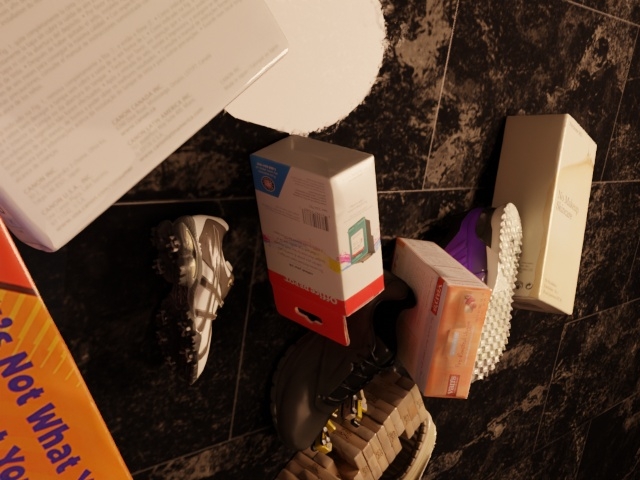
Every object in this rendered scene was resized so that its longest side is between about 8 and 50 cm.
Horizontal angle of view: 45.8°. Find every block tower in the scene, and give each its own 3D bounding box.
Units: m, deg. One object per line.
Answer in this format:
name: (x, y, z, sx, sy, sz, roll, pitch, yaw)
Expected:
block tower: (0.022, 0.344, 1.130, 0.335, 0.091, 0.097, -44, 134, -26)

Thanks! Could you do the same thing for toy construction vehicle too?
toy construction vehicle: (0.028, 0.252, 1.083, 0.035, 0.098, 0.086, 40, 117, -20)

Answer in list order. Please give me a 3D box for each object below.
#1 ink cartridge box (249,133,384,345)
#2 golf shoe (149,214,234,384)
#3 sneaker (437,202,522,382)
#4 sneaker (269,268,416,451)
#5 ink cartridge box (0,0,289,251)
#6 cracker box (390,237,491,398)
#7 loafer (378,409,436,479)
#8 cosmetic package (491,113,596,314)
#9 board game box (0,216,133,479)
ink cartridge box: (0.000, 0.000, 0.924, 0.078, 0.134, 0.231, -32, 128, -36)
golf shoe: (-0.133, 0.066, 0.850, 0.094, 0.077, 0.198, -18, 120, -43)
sneaker: (0.218, 0.079, 1.183, 0.102, 0.146, 0.293, 45, 54, -46)
sneaker: (0.031, 0.161, 1.032, 0.109, 0.130, 0.286, 27, 87, -52)
ink cartridge box: (-0.237, -0.232, 0.628, 0.308, 0.091, 0.385, -46, 118, -24)
cracker box: (0.154, 0.101, 1.071, 0.067, 0.232, 0.155, 7, 104, -12)
loafer: (0.114, 0.392, 1.255, 0.092, 0.102, 0.268, 18, 101, -51)
cosmetic package: (0.372, -0.042, 1.287, 0.160, 0.113, 0.309, 21, 78, -50)
board game box: (-0.353, 0.145, 0.419, 0.356, 0.356, 0.356, -37, 131, -32)
